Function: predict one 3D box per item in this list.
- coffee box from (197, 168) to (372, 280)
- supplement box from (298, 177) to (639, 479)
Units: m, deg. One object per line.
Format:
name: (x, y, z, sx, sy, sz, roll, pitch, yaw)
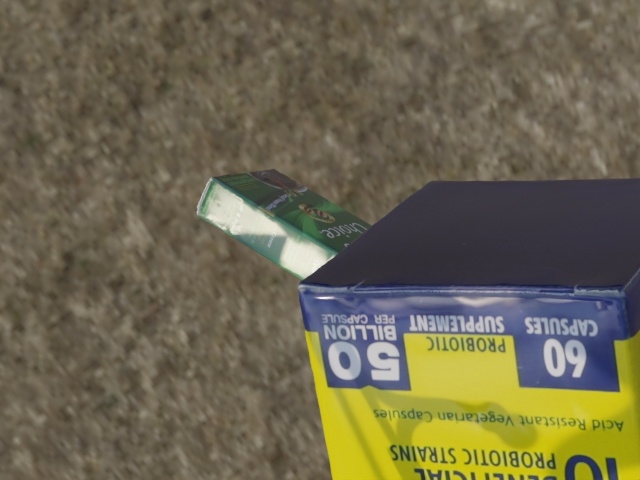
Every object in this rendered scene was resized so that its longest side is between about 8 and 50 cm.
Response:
coffee box: (0.000, 0.000, 1.470, 0.184, 0.113, 0.040, 31, 110, 22)
supplement box: (0.139, 0.158, 1.037, 0.194, 0.357, 0.195, -1, 20, 29)
